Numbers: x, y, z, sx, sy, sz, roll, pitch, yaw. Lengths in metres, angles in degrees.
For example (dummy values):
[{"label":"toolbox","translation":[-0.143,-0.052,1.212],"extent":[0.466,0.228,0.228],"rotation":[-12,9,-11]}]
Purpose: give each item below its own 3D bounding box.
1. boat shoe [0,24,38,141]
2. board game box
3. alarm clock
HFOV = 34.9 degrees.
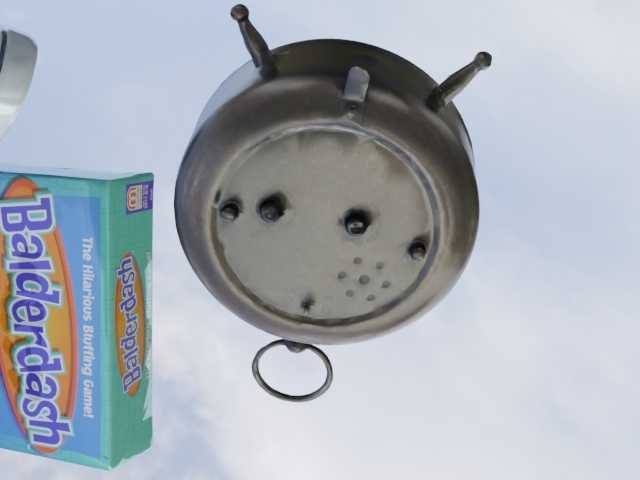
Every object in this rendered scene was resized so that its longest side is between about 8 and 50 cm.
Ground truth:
[{"label":"boat shoe","translation":[-0.209,-0.083,0.497],"extent":[0.083,0.183,0.065],"rotation":[22,-100,-38]},{"label":"board game box","translation":[-0.197,0.034,0.587],"extent":[0.210,0.160,0.047],"rotation":[5,-170,22]},{"label":"alarm clock","translation":[0.000,0.000,0.449],"extent":[0.129,0.192,0.064],"rotation":[10,-148,-2]}]
